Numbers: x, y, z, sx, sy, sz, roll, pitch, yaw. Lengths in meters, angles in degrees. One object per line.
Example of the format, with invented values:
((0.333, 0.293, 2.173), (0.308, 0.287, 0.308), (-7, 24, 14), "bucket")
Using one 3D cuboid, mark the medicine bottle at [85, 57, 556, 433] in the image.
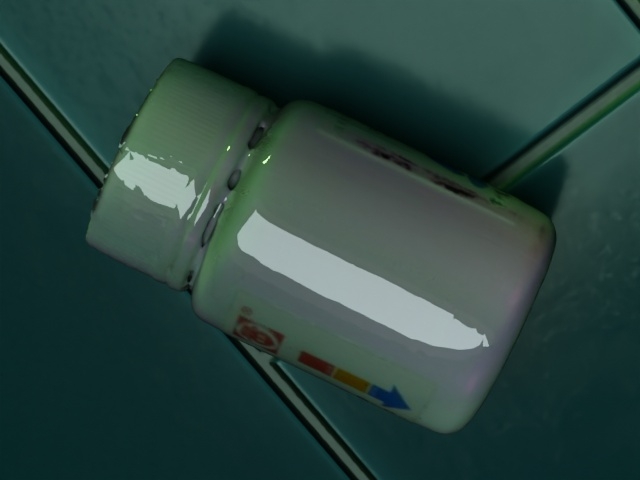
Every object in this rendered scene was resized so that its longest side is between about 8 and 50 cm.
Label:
((0.000, 0.000, 1.162), (0.254, 0.152, 0.152), (27, 111, 2), "medicine bottle")
